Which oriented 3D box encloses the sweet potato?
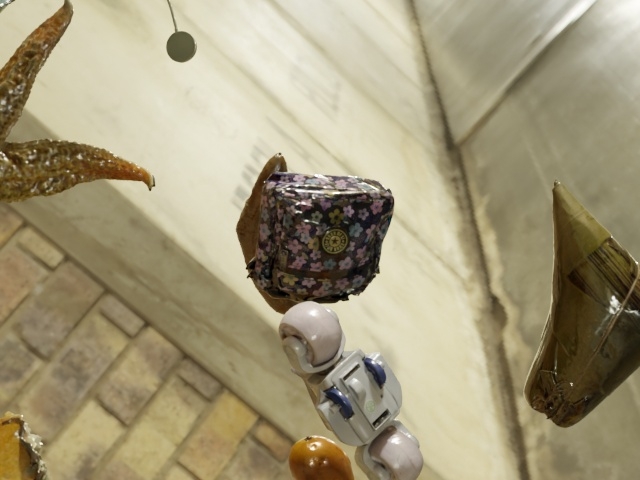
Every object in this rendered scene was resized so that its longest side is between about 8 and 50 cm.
[{"bbox_3d":[-0.100,-0.006,1.799,0.114,0.341,0.092,0,29,10],"label":"sweet potato"}]

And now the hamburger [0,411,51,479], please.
[{"bbox_3d":[-0.420,0.427,1.082,0.268,0.287,0.445,138,126,-74],"label":"hamburger"}]

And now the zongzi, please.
[{"bbox_3d":[0.364,0.103,1.473,0.274,0.300,0.145,-44,5,4],"label":"zongzi"}]

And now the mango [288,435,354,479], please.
[{"bbox_3d":[0.006,0.422,1.771,0.105,0.159,0.084,-29,29,-1],"label":"mango"}]

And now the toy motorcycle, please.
[{"bbox_3d":[0.030,0.183,1.133,0.112,0.254,0.112,-31,11,7],"label":"toy motorcycle"}]

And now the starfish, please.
[{"bbox_3d":[-0.455,-0.118,1.370,0.384,0.398,0.132,-24,-14,3],"label":"starfish"}]

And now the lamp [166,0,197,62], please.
[{"bbox_3d":[-0.237,-0.375,1.541,0.050,0.198,0.056,-18,-4,14],"label":"lamp"}]

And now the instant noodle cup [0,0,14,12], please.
[{"bbox_3d":[-0.461,-0.303,1.138,0.233,0.207,0.207,-13,33,43],"label":"instant noodle cup"}]

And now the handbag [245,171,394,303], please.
[{"bbox_3d":[0.000,0.000,1.532,0.127,0.229,0.207,-122,36,-62],"label":"handbag"}]
